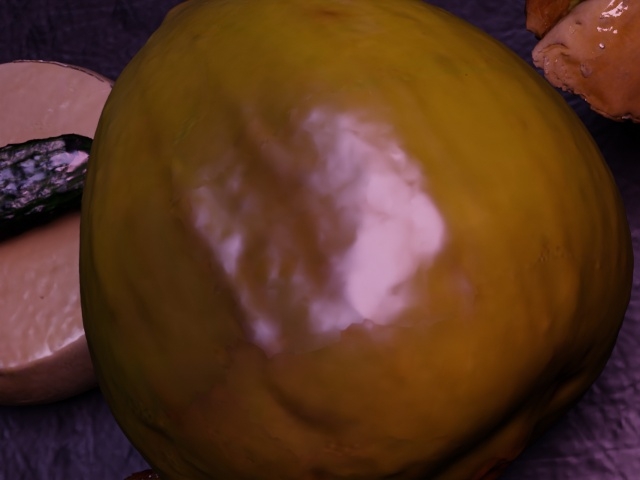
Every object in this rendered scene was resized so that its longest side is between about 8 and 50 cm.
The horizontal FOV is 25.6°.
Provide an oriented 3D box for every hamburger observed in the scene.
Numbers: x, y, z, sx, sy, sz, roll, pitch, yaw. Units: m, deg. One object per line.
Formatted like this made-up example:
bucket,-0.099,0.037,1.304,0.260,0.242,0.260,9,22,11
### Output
hamburger,0.250,-0.139,0.871,0.131,0.262,0.124,-47,51,42

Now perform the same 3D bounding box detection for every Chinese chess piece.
Chinese chess piece,-0.209,-0.006,1.009,0.250,0.097,0.251,-4,69,12

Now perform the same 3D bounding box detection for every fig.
fig,0.008,-0.003,0.830,0.343,0.343,0.343,-5,68,12

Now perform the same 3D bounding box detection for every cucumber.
cucumber,-0.269,-0.017,0.940,0.293,0.067,0.068,-15,67,6

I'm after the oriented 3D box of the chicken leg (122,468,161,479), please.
chicken leg,-0.075,0.204,0.916,0.233,0.063,0.105,19,70,22
